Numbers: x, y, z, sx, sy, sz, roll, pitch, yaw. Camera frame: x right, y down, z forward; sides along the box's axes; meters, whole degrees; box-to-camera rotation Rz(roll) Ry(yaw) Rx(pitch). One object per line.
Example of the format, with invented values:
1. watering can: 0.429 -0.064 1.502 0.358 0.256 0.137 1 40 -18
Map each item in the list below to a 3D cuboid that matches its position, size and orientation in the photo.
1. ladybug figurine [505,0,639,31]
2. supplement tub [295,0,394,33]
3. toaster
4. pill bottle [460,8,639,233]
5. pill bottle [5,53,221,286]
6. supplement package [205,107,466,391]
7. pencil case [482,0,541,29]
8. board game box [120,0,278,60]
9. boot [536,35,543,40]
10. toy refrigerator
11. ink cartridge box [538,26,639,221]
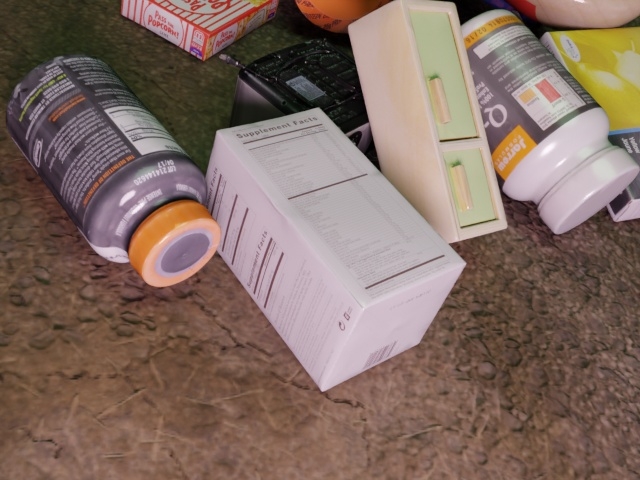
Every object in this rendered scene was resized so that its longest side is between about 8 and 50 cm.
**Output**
1. ladybug figurine: 0.365 -0.507 1.257 0.305 0.162 0.449 -25 70 -17
2. supplement tub: 0.040 -0.489 1.225 0.207 0.207 0.338 11 43 -11
3. toaster: -0.011 -0.160 0.945 0.185 0.110 0.168 40 45 18
4. pill bottle: 0.272 -0.155 1.004 0.162 0.162 0.278 -20 65 -36
5. pill bottle: -0.201 -0.066 0.762 0.130 0.130 0.246 -22 58 -37
6. supplement package: 0.000 0.000 0.771 0.139 0.134 0.244 -19 56 -35
7. pencil case: 0.308 -0.496 1.406 0.306 0.133 0.119 27 1 5
8. board game box: -0.171 -0.346 1.116 0.146 0.045 0.193 31 44 10
9. boot: 0.306 -0.262 1.200 0.189 0.076 0.208 15 35 12
10. toy refrigerator: 0.126 -0.131 0.872 0.102 0.094 0.269 -11 89 -43
11. ink cartridge box: 0.511 -0.189 1.141 0.307 0.072 0.304 -10 63 -16
